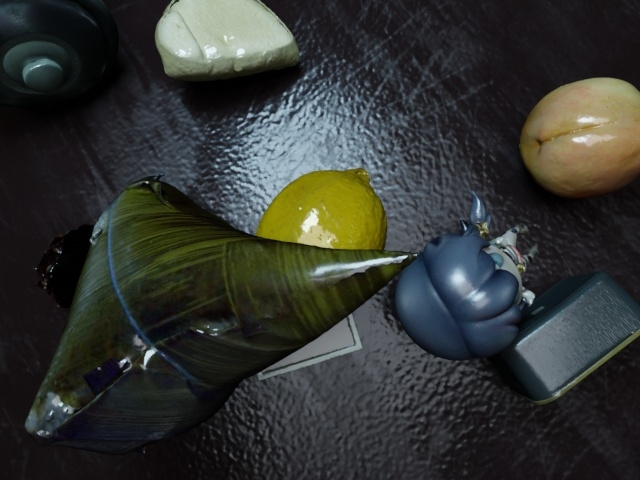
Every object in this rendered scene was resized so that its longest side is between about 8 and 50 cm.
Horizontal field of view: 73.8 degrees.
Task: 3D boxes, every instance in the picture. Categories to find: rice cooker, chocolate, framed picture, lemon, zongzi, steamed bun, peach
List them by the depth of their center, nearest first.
[{"bbox_3d":[-0.125,0.003,0.542,0.432,0.208,0.403,-33,43,17],"label":"zongzi"},{"bbox_3d":[0.000,0.000,0.633,0.188,0.188,0.256,30,77,7],"label":"lemon"},{"bbox_3d":[0.396,-0.151,0.643,0.184,0.184,0.184,0,83,3],"label":"peach"},{"bbox_3d":[-0.491,-0.366,0.681,0.317,0.264,0.316,11,107,38],"label":"rice cooker"},{"bbox_3d":[-0.398,0.045,0.702,0.133,0.156,0.156,-1,82,34],"label":"chocolate"},{"bbox_3d":[-0.037,0.139,0.711,0.183,0.011,0.141,-18,82,1],"label":"framed picture"},{"bbox_3d":[-0.184,-0.342,0.729,0.212,0.110,0.231,-36,78,-24],"label":"steamed bun"}]

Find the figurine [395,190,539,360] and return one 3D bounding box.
[{"bbox_3d":[0.213,0.061,0.603,0.175,0.265,0.197,48,115,20],"label":"figurine"}]

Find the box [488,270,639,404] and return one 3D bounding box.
[{"bbox_3d":[0.346,0.135,0.623,0.201,0.144,0.090,-36,79,0],"label":"box"}]
